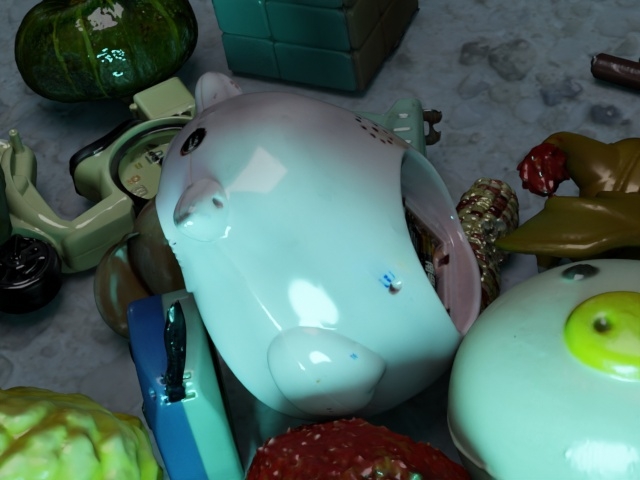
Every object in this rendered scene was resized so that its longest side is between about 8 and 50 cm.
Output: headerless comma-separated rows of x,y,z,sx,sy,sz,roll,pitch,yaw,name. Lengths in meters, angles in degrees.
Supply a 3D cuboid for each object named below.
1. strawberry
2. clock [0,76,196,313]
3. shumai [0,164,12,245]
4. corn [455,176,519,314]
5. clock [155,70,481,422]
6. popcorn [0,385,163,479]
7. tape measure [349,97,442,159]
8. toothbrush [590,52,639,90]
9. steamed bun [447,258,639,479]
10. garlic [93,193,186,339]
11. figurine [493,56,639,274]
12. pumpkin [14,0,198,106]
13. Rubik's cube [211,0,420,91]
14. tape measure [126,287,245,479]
0.006,0.309,1.739,0.312,0.267,0.351,-42,28,-3,strawberry
-0.301,-0.065,2.251,0.379,0.120,0.276,-22,49,-17,clock
-0.560,-0.057,2.117,0.348,0.395,0.395,4,47,15,shumai
0.184,0.028,2.073,0.098,0.098,0.290,10,46,20,corn
0.000,0.000,1.851,0.251,0.376,0.368,-29,34,26,clock
-0.324,0.310,1.770,0.349,0.349,0.381,7,86,18,popcorn
0.040,-0.057,2.162,0.246,0.125,0.243,-5,45,4,tape measure
0.528,-0.188,2.251,0.364,0.041,0.041,20,53,27,toothbrush
0.319,0.174,1.754,0.374,0.334,0.334,12,50,15,steamed bun
-0.172,0.023,2.110,0.214,0.191,0.160,-14,19,13,garlic
0.425,-0.030,1.963,0.387,0.268,0.401,11,37,38,figurine
-0.295,-0.276,2.409,0.260,0.189,0.260,-18,24,8,pumpkin
-0.011,-0.372,2.404,0.231,0.224,0.221,12,49,23,Rubik's cube
-0.165,0.121,1.871,0.098,0.351,0.215,-13,48,-4,tape measure
